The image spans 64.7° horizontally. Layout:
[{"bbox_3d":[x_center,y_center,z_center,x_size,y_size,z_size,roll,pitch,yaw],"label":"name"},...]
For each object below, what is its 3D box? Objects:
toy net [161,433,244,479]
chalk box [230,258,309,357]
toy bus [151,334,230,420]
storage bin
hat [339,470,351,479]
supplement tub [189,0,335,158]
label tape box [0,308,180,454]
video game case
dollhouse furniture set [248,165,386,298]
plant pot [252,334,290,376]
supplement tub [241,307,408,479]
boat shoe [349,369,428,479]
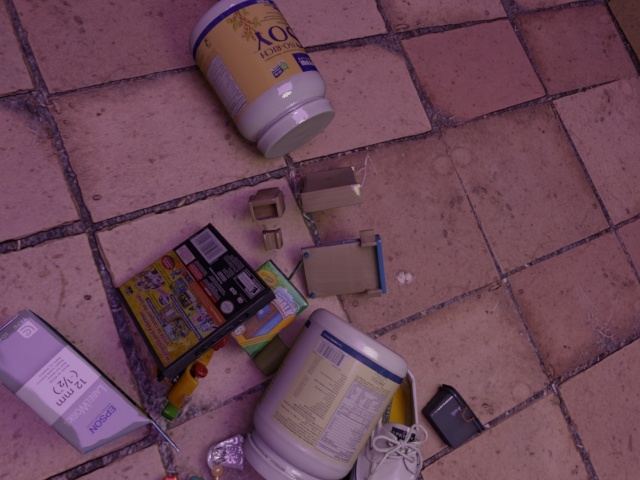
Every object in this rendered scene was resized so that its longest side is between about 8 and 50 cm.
[{"bbox_3d":[-0.249,0.491,1.039,0.122,0.045,0.232,41,64,-3],"label":"toy net"},{"bbox_3d":[-0.112,0.127,1.108,0.213,0.132,0.132,-41,91,-3],"label":"chalk box"},{"bbox_3d":[-0.281,0.246,1.013,0.104,0.202,0.191,34,61,-7],"label":"toy bus"},{"bbox_3d":[0.323,0.438,1.241,0.091,0.098,0.135,-37,90,-15],"label":"storage bin"},{"bbox_3d":[0.090,0.592,1.148,0.172,0.184,0.209,6,35,-17],"label":"hat"},{"bbox_3d":[-0.136,-0.391,1.220,0.241,0.241,0.332,-32,87,-25],"label":"supplement tub"},{"bbox_3d":[-0.424,0.292,0.914,0.348,0.249,0.115,46,65,-3],"label":"label tape box"},{"bbox_3d":[-0.262,0.108,1.030,0.248,0.035,0.275,-37,48,-14],"label":"video game case"},{"bbox_3d":[0.000,0.000,1.256,0.285,0.198,0.304,-9,109,3],"label":"dollhouse furniture set"},{"bbox_3d":[-0.108,0.262,1.140,0.079,0.083,0.083,-39,90,-13],"label":"plant pot"},{"bbox_3d":[0.007,0.331,1.043,0.235,0.235,0.325,33,85,-9],"label":"supplement tub"},{"bbox_3d":[0.162,0.431,1.071,0.135,0.157,0.367,22,44,-4],"label":"boat shoe"}]
